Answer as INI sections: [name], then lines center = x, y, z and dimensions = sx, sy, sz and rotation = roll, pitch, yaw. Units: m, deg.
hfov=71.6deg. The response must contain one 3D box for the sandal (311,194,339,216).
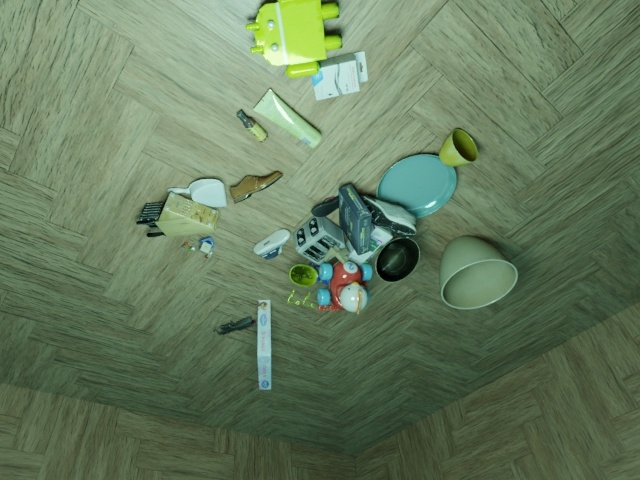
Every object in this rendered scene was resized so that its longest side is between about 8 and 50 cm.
[sandal]
center = 0.044, -0.149, 1.788
dimensions = 0.179, 0.040, 0.067
rotation = -27, 139, -2

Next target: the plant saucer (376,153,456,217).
[plant saucer]
center = 0.376, -0.217, 1.761
dimensions = 0.318, 0.043, 0.317
rotation = -5, 134, -5

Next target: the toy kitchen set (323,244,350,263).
[toy kitchen set]
center = 0.074, 0.070, 1.829
dimensions = 0.068, 0.083, 0.075
rotation = -24, 155, -50

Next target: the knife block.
[knife block]
center = -0.556, -0.066, 1.714
dimensions = 0.276, 0.088, 0.242
rotation = 22, 141, -19

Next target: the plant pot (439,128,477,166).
[plant pot]
center = 0.494, -0.325, 1.627
dimensions = 0.134, 0.134, 0.095
rotation = 21, 149, -26

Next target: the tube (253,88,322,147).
[tube]
center = -0.102, -0.406, 1.503
dimensions = 0.240, 0.062, 0.070
rotation = 31, 82, -27

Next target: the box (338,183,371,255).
[box]
center = 0.133, -0.079, 1.738
dimensions = 0.059, 0.183, 0.232
rotation = -22, 145, -12

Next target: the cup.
[cup]
center = 0.672, 0.117, 1.993
dimensions = 0.331, 0.236, 0.331
rotation = -4, 134, -5

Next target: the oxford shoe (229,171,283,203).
[oxford shoe]
center = -0.243, -0.215, 1.659
dimensions = 0.212, 0.076, 0.076
rotation = -25, 93, 2

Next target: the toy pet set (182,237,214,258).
[toy pet set]
center = -0.501, 0.018, 1.868
dimensions = 0.122, 0.065, 0.114
rotation = 28, 159, -27

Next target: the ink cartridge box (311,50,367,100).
[ink cartridge box]
center = 0.062, -0.522, 1.404
dimensions = 0.180, 0.060, 0.104
rotation = -12, 134, 4

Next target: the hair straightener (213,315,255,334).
[hair straightener]
center = -0.454, 0.432, 2.280
dimensions = 0.231, 0.047, 0.089
rotation = -16, 134, 14

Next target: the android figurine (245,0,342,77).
[android figurine]
center = -0.076, -0.603, 1.285
dimensions = 0.273, 0.056, 0.248
rotation = -8, 120, -2

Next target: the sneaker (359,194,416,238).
[sneaker]
center = 0.264, -0.109, 1.765
dimensions = 0.272, 0.108, 0.100
rotation = 28, 145, -12

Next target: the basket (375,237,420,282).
[basket]
center = 0.316, 0.082, 1.900
dimensions = 0.154, 0.227, 0.204
rotation = 42, 90, 3

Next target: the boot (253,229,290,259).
[boot]
center = -0.189, 0.019, 1.901
dimensions = 0.190, 0.069, 0.086
rotation = -25, 140, 26

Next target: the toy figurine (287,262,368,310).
[toy figurine]
center = 0.004, 0.189, 1.988
dimensions = 0.363, 0.217, 0.191
rotation = 9, 98, -18

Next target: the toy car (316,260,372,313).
[toy car]
center = 0.126, 0.200, 1.786
dimensions = 0.219, 0.238, 0.210
rotation = 2, 100, -19

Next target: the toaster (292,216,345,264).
[toaster]
center = 0.000, 0.000, 1.871
dimensions = 0.168, 0.110, 0.186
rotation = -37, 128, 26

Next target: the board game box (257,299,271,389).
[board game box]
center = -0.276, 0.514, 2.188
dimensions = 0.066, 0.318, 0.317
rotation = -1, 133, -7

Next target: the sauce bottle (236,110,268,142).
[sauce bottle]
center = -0.233, -0.388, 1.508
dimensions = 0.042, 0.042, 0.128
rotation = -32, 128, 21

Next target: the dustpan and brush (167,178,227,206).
[dustpan and brush]
center = -0.467, -0.181, 1.672
dimensions = 0.211, 0.060, 0.147
rotation = -7, 148, -10

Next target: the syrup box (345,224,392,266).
[syrup box]
center = 0.192, 0.014, 1.910
dimensions = 0.093, 0.096, 0.237
rotation = 27, 122, -27
